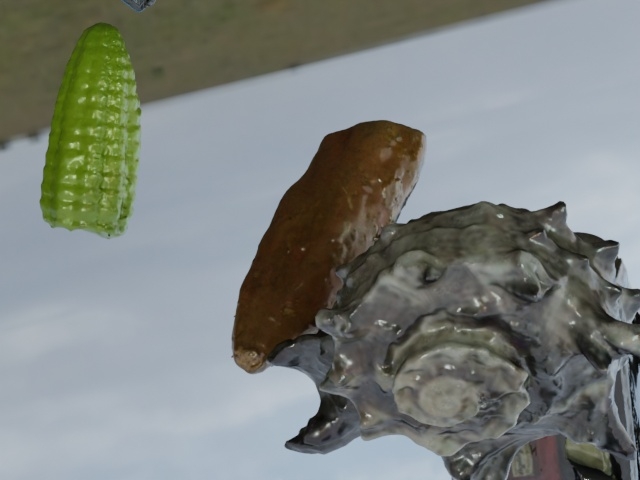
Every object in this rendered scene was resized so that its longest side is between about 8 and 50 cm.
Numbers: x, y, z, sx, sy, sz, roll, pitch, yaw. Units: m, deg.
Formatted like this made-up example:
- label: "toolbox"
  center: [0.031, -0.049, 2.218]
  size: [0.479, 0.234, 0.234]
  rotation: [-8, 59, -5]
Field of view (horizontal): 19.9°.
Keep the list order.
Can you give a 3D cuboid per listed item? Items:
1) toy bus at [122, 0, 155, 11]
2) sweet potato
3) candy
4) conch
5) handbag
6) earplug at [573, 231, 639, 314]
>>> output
- label: "toy bus"
  center: [-0.159, -0.258, 1.711]
  size: [0.083, 0.038, 0.046]
  rotation: [-50, -150, 7]
- label: "sweet potato"
  center: [0.000, 0.000, 1.413]
  size: [0.097, 0.097, 0.252]
  rotation: [-5, -136, 55]
- label: "candy"
  center: [-0.219, -0.106, 1.771]
  size: [0.096, 0.210, 0.097]
  rotation: [6, -177, 0]
- label: "conch"
  center: [0.082, 0.073, 1.232]
  size: [0.240, 0.186, 0.313]
  rotation: [11, 166, -33]
- label: "handbag"
  center: [0.198, 0.142, 1.549]
  size: [0.181, 0.254, 0.181]
  rotation: [-6, -163, 14]
- label: "earplug"
  center: [0.294, 0.147, 1.766]
  size: [0.172, 0.301, 0.172]
  rotation: [-30, -144, 25]
